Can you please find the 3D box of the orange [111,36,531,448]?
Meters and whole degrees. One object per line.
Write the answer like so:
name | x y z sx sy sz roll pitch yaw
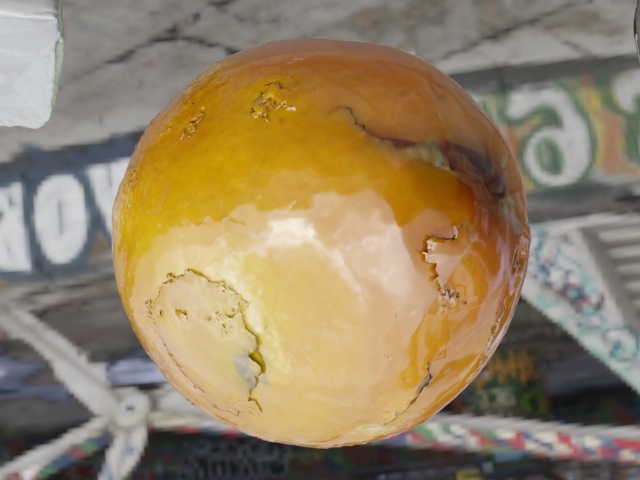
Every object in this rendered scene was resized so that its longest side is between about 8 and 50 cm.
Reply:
orange | 0.000 0.000 0.854 0.246 0.246 0.246 -6 167 -1

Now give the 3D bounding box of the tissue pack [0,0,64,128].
tissue pack | -0.239 -0.156 0.875 0.159 0.229 0.145 0 137 -13

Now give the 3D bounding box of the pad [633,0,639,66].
pad | 0.158 -0.072 0.670 0.003 0.112 0.157 -7 -157 18
